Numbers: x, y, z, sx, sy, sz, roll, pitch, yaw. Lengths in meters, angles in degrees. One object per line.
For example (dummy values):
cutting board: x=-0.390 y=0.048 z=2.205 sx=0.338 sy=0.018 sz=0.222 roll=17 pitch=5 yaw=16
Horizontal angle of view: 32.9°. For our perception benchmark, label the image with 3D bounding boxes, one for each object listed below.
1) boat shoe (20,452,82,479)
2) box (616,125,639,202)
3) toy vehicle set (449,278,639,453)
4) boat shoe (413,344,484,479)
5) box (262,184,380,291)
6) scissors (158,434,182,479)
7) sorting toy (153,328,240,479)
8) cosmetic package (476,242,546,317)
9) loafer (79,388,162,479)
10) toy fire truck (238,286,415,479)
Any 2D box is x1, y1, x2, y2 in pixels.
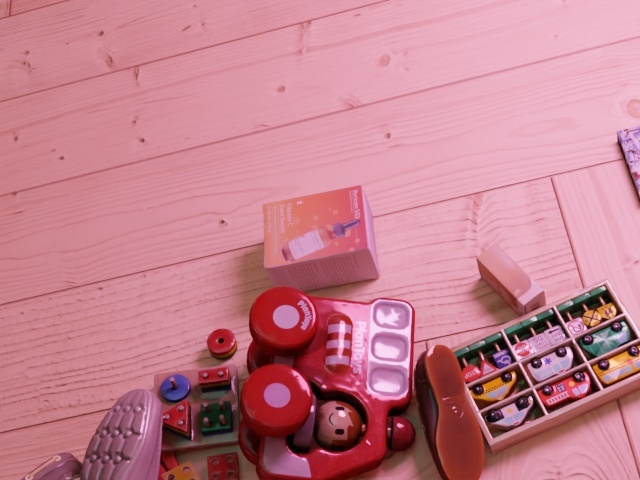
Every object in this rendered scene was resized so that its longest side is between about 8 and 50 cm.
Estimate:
boat shoe: x=-0.469 y=0.431 z=1.591 sx=0.305 sy=0.109 sz=0.091 roll=-35 pitch=54 yaw=-16
box: x=0.534 y=-0.127 z=1.716 sx=0.094 sy=0.027 sz=0.137 roll=-14 pitch=54 yaw=9
toy vehicle set: x=0.332 y=0.179 z=1.564 sx=0.267 sy=0.035 sz=0.166 roll=-24 pitch=53 yaw=0
boat shoe: x=0.178 y=0.254 z=1.537 sx=0.073 sy=0.073 sz=0.207 roll=1 pitch=65 yaw=-19
box: x=0.000 y=0.000 z=1.750 sx=0.170 sy=0.091 sz=0.130 roll=-12 pitch=54 yaw=9
scissors: x=-0.212 y=0.353 z=1.617 sx=0.109 sy=0.021 sz=0.297 roll=-43 pitch=54 yaw=-16
sorting toy: x=-0.192 y=0.256 z=1.648 sx=0.132 sy=0.046 sz=0.274 roll=-7 pitch=54 yaw=3
cosmetic package: x=0.288 y=0.065 z=1.640 sx=0.041 sy=0.060 sz=0.115 roll=-35 pitch=53 yaw=-8
loafer: x=-0.287 y=0.374 z=1.564 sx=0.112 sy=0.111 sz=0.319 roll=-2 pitch=62 yaw=34
toy fire truck: x=0.014 y=0.212 z=1.574 sx=0.254 sy=0.169 sz=0.302 roll=5 pitch=58 yaw=-2
